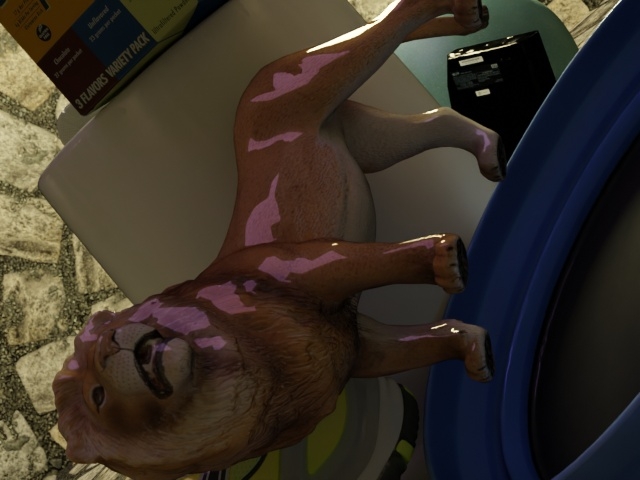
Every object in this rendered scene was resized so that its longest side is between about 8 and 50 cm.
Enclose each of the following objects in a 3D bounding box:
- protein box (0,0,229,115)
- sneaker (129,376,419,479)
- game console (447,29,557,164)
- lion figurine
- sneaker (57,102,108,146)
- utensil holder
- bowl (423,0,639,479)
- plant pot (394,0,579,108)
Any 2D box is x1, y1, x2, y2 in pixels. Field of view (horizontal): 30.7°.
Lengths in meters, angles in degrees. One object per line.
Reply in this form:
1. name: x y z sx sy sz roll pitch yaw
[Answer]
1. protein box: -0.161 -0.236 0.888 0.136 0.201 0.200 -38 6 29
2. sneaker: -0.091 0.232 0.785 0.385 0.147 0.145 -57 7 -14
3. game console: 0.269 -0.101 1.095 0.044 0.213 0.361 -34 19 -35
4. lion figurine: -0.011 -0.018 0.753 0.240 0.142 0.392 -6 42 21
5. sneaker: -0.183 -0.146 1.093 0.158 0.061 0.065 -38 0 23
6. utensil holder: 0.000 0.000 1.003 0.327 0.385 0.327 -39 6 5
7. bowl: 0.188 -0.005 0.690 0.391 0.077 0.391 -61 10 18
8. plant pot: 0.201 -0.113 1.357 0.290 0.290 0.195 -39 42 16
